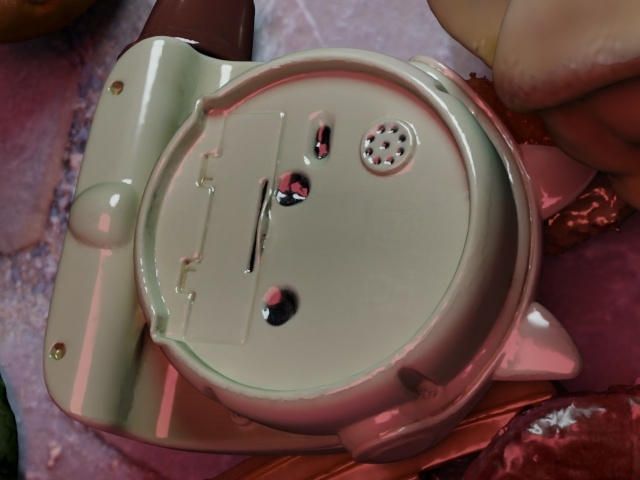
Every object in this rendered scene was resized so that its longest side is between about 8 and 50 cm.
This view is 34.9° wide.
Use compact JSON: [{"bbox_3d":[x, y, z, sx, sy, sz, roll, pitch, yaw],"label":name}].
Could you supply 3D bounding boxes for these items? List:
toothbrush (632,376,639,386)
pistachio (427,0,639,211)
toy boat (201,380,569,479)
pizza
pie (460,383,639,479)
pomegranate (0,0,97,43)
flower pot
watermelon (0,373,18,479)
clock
[{"bbox_3d":[0.203,0.168,0.644,0.017,0.014,0.162,5,79,2],"label":"toothbrush"},{"bbox_3d":[0.218,-0.206,0.542,0.365,0.281,0.445,-27,35,38],"label":"pistachio"},{"bbox_3d":[0.026,0.176,0.665,0.310,0.089,0.115,-28,62,13],"label":"toy boat"},{"bbox_3d":[0.094,-0.037,0.698,0.226,0.069,0.147,-17,65,17],"label":"pizza"},{"bbox_3d":[0.171,0.185,0.586,0.205,0.054,0.218,15,101,-1],"label":"pie"},{"bbox_3d":[-0.254,-0.266,0.801,0.233,0.233,0.233,-4,77,20],"label":"pomegranate"},{"bbox_3d":[-0.094,-0.155,0.781,0.111,0.111,0.089,-1,64,20],"label":"flower pot"},{"bbox_3d":[-0.414,0.192,0.783,0.331,0.189,0.330,-4,81,25],"label":"watermelon"},{"bbox_3d":[0.000,0.000,0.626,0.324,0.108,0.265,1,72,22],"label":"clock"}]
